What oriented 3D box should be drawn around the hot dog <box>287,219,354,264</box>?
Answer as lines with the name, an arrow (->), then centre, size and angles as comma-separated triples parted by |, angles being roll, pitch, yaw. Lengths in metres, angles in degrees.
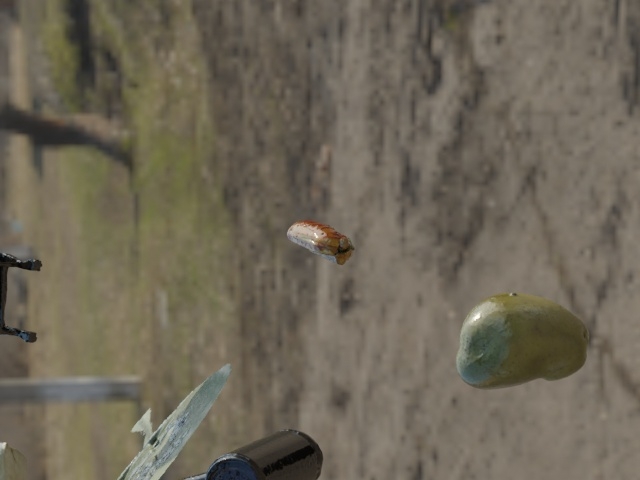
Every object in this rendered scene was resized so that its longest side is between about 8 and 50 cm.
hot dog -> 0.001, -0.002, 2.066 | 0.038, 0.062, 0.144 | -63, 20, -1

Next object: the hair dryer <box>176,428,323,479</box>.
hair dryer -> -0.143, 0.320, 2.177 | 0.197, 0.251, 0.089 | -10, -97, -69

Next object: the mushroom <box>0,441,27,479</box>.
mushroom -> -0.347, 0.293, 1.815 | 0.202, 0.054, 0.059 | -80, -18, -52

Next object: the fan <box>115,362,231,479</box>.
fan -> -0.167, 0.205, 1.699 | 0.233, 0.012, 0.415 | -48, 7, -2

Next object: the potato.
potato -> 0.298, 0.151, 2.489 | 0.157, 0.194, 0.157 | 5, -90, -89

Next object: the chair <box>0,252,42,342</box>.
chair -> -0.465, 0.063, 2.144 | 0.229, 0.113, 0.106 | 9, 95, 47
